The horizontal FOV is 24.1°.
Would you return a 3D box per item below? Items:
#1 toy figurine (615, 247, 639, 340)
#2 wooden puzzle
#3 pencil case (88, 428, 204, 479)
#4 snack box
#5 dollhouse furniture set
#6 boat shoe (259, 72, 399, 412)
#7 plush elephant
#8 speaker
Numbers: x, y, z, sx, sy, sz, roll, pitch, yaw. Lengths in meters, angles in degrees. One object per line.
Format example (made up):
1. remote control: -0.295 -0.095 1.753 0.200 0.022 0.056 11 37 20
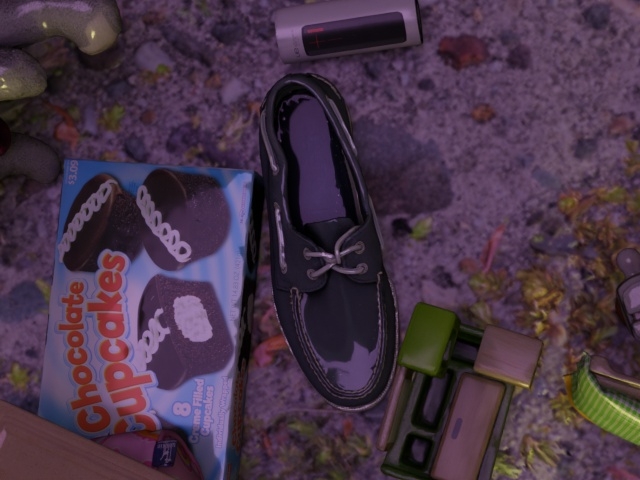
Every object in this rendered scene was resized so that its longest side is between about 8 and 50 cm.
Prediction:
1. toy figurine: 0.367 0.029 1.298 0.213 0.148 0.210 25 94 8
2. wooden puzzle: -0.223 0.270 1.229 0.238 0.044 0.221 20 82 23
3. pencil case: -0.241 0.246 1.317 0.284 0.124 0.124 -12 83 13
4. snack box: -0.161 0.090 1.408 0.187 0.060 0.322 4 85 11
5. dollhouse furniture set: 0.208 0.173 1.273 0.301 0.197 0.151 17 86 11
6. boat shoe: 0.000 0.000 1.373 0.116 0.099 0.320 -10 83 6
7. plush elephant: -0.342 -0.114 1.376 0.330 0.272 0.255 -22 124 -25
8. speaker: 0.026 -0.202 1.413 0.136 0.055 0.055 -7 83 8
